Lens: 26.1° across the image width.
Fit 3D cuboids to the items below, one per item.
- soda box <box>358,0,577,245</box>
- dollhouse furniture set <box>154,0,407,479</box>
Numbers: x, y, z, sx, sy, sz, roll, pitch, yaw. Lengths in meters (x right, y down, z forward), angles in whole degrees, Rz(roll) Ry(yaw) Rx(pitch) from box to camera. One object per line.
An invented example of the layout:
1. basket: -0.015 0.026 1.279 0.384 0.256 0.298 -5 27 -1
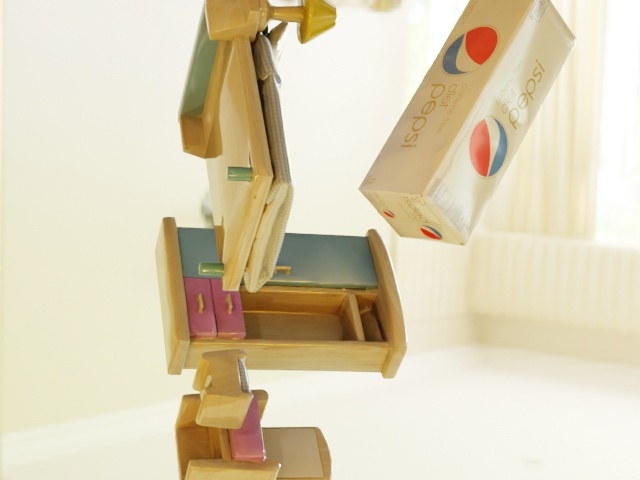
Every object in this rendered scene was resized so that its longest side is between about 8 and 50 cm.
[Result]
1. soda box: 0.121 -0.104 1.114 0.074 0.216 0.069 8 149 47
2. dollhouse furniture set: 0.000 0.000 1.063 0.198 0.303 0.286 2 -132 -16
